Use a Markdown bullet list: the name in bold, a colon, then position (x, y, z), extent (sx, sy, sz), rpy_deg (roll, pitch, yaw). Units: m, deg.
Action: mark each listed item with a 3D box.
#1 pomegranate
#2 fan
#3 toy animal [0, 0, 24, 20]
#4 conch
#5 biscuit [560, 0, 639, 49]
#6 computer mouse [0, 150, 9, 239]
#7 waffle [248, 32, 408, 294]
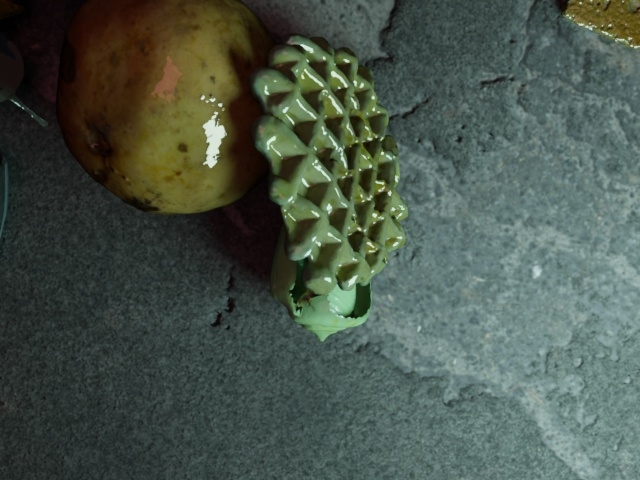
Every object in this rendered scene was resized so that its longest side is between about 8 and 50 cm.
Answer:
- **pomegranate**: position (-0.170, -0.168, 0.707), extent (0.281, 0.281, 0.281), rpy_deg (0, 98, 1)
- **fan**: position (-0.427, -0.207, 0.773), extent (0.113, 0.005, 0.175), rpy_deg (-40, 139, 1)
- **toy animal**: position (-0.472, -0.305, 0.748), extent (0.156, 0.156, 0.230), rpy_deg (36, 91, -4)
- **conch**: position (-0.001, 0.007, 0.780), extent (0.143, 0.137, 0.251), rpy_deg (-10, 106, -34)
- **biscuit**: position (0.421, -0.380, 0.779), extent (0.131, 0.025, 0.231), rpy_deg (24, 98, -1)
- **computer mouse**: position (-0.498, -0.039, 0.828), extent (0.126, 0.071, 0.231), rpy_deg (11, 88, 14)
- **waffle**: position (0.023, -0.093, 0.708), extent (0.056, 0.292, 0.309), rpy_deg (-8, 96, 31)
